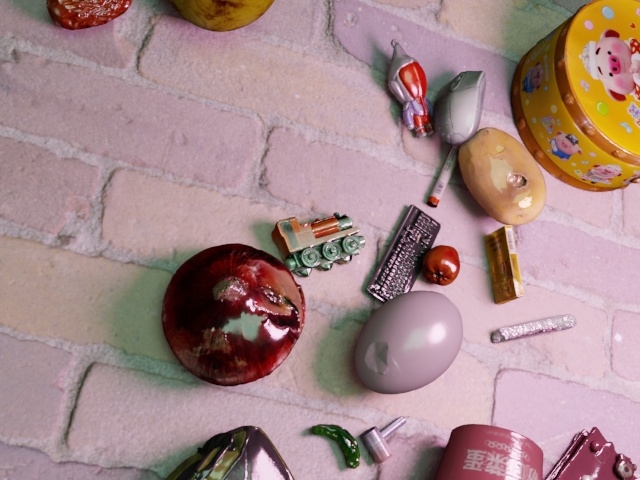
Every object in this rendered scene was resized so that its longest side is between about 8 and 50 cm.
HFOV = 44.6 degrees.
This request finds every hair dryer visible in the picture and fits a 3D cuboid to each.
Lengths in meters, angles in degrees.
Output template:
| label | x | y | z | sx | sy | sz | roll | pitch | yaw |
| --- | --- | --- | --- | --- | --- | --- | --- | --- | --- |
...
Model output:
| label | x | y | z | sx | sy | sz | roll | pitch | yaw |
| --- | --- | --- | --- | --- | --- | --- | --- | --- | --- |
| hair dryer | 0.136 | 0.375 | 1.517 | 0.114 | 0.037 | 0.063 | -30 | 87 | -32 |

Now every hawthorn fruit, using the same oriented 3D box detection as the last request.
| label | x | y | z | sx | sy | sz | roll | pitch | yaw |
| --- | --- | --- | --- | --- | --- | --- | --- | --- | --- |
| hawthorn fruit | 0.256 | 0.046 | 1.639 | 0.081 | 0.081 | 0.093 | 35 | 40 | -6 |

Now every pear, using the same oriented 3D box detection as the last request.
| label | x | y | z | sx | sy | sz | roll | pitch | yaw |
| --- | --- | --- | --- | --- | --- | --- | --- | --- | --- |
| pear | -0.195 | -0.564 | 1.562 | 0.283 | 0.283 | 0.284 | 6 | 72 | -18 |

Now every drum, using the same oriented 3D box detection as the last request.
| label | x | y | z | sx | sy | sz | roll | pitch | yaw |
| --- | --- | --- | --- | --- | --- | --- | --- | --- | --- |
| drum | 0.677 | -0.334 | 1.823 | 0.431 | 0.214 | 0.431 | 6 | 72 | -18 |

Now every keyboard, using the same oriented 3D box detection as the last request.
| label | x | y | z | sx | sy | sz | roll | pitch | yaw |
| --- | --- | --- | --- | --- | --- | --- | --- | --- | --- |
| keyboard | 0.177 | 0.034 | 1.638 | 0.093 | 0.025 | 0.230 | 33 | 66 | -10 |

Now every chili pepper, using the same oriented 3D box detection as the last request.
| label | x | y | z | sx | sy | sz | roll | pitch | yaw |
| --- | --- | --- | --- | --- | --- | --- | --- | --- | --- |
| chili pepper | 0.038 | 0.378 | 1.479 | 0.118 | 0.035 | 0.055 | 44 | 48 | -6 |

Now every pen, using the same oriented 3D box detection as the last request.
| label | x | y | z | sx | sy | sz | roll | pitch | yaw |
| --- | --- | --- | --- | --- | --- | --- | --- | --- | --- |
| pen | 0.290 | -0.173 | 1.739 | 0.028 | 0.028 | 0.239 | 30 | 67 | -8 |

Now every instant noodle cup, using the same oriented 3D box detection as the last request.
| label | x | y | z | sx | sy | sz | roll | pitch | yaw |
| --- | --- | --- | --- | --- | --- | --- | --- | --- | --- |
| instant noodle cup | 0.310 | 0.461 | 1.453 | 0.234 | 0.235 | 0.178 | 26 | 57 | -10 |

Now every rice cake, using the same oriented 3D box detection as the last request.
| label | x | y | z | sx | sy | sz | roll | pitch | yaw |
| --- | --- | --- | --- | --- | --- | --- | --- | --- | --- |
| rice cake | 0.462 | 0.189 | 1.685 | 0.207 | 0.033 | 0.033 | -8 | 75 | -21 |

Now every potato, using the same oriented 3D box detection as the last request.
| label | x | y | z | sx | sy | sz | roll | pitch | yaw |
| --- | --- | --- | --- | --- | --- | --- | --- | --- | --- |
| potato | 0.397 | -0.140 | 1.701 | 0.150 | 0.146 | 0.234 | -32 | 77 | 18 |

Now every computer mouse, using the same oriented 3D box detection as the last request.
| label | x | y | z | sx | sy | sz | roll | pitch | yaw |
| --- | --- | --- | --- | --- | --- | --- | --- | --- | --- |
| computer mouse | 0.306 | -0.309 | 1.724 | 0.068 | 0.113 | 0.229 | 45 | 44 | -38 |

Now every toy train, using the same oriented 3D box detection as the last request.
| label | x | y | z | sx | sy | sz | roll | pitch | yaw |
| --- | --- | --- | --- | --- | --- | --- | --- | --- | --- |
| toy train | 0.000 | 0.000 | 1.563 | 0.176 | 0.074 | 0.118 | -18 | 77 | -21 |

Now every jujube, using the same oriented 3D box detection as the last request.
| label | x | y | z | sx | sy | sz | roll | pitch | yaw |
| --- | --- | --- | --- | --- | --- | --- | --- | --- | --- |
| jujube | -0.452 | -0.481 | 1.538 | 0.176 | 0.109 | 0.112 | -36 | 51 | -17 |

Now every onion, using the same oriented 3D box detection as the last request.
| label | x | y | z | sx | sy | sz | roll | pitch | yaw |
| --- | --- | --- | --- | --- | --- | --- | --- | --- | --- |
| onion | -0.150 | 0.117 | 1.408 | 0.272 | 0.195 | 0.272 | 5 | 65 | -10 |

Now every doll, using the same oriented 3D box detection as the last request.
| label | x | y | z | sx | sy | sz | roll | pitch | yaw |
| --- | --- | --- | --- | --- | --- | --- | --- | --- | --- |
| doll | 0.200 | -0.339 | 1.732 | 0.102 | 0.075 | 0.227 | -23 | 92 | -38 |

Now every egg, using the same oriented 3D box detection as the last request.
| label | x | y | z | sx | sy | sz | roll | pitch | yaw |
| --- | --- | --- | --- | --- | --- | --- | --- | --- | --- |
| egg | 0.165 | 0.198 | 1.500 | 0.232 | 0.176 | 0.176 | -32 | 86 | -19 |

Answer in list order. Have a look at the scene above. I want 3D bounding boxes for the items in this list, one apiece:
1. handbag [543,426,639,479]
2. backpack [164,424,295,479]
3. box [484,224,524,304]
| label | x | y | z | sx | sy | sz | roll | pitch | yaw |
| --- | --- | --- | --- | --- | --- | --- | --- | --- | --- |
| handbag | 0.569 | 0.522 | 1.598 | 0.216 | 0.074 | 0.203 | -41 | 90 | -25 |
| backpack | -0.163 | 0.446 | 1.329 | 0.253 | 0.140 | 0.207 | -31 | 83 | -29 |
| box | 0.392 | 0.053 | 1.673 | 0.022 | 0.089 | 0.156 | -1 | 75 | -19 |
